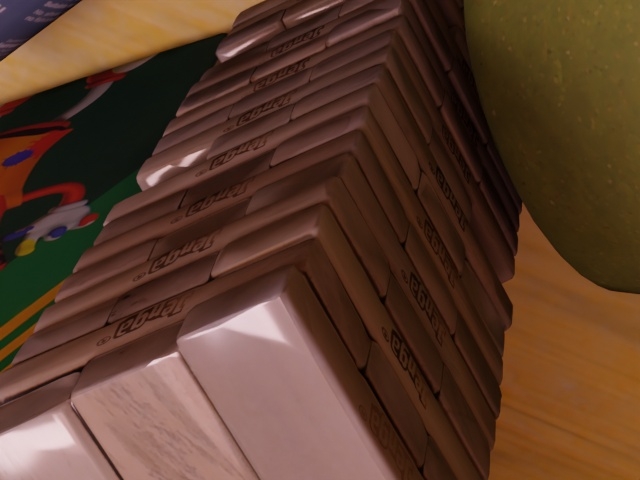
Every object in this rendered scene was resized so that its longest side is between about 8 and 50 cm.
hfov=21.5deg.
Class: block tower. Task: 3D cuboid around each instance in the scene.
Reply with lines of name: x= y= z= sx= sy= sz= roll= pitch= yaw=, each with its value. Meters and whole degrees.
block tower: x=0.000 y=0.000 z=0.511 sx=0.091 sy=0.335 sz=0.097 roll=-24 pitch=110 yaw=19

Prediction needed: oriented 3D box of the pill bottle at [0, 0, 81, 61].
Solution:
pill bottle: x=-0.098 y=-0.139 z=0.587 sx=0.180 sy=0.108 sz=0.108 roll=-33 pitch=107 yaw=22

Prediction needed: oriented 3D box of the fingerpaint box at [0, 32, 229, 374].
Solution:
fingerpaint box: x=-0.056 y=0.208 z=0.603 sx=0.163 sy=0.371 sz=0.445 roll=-15 pitch=115 yaw=15

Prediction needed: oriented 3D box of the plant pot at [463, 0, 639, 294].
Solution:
plant pot: x=0.200 y=-0.088 z=0.499 sx=0.293 sy=0.275 sz=0.275 roll=-19 pitch=112 yaw=31
